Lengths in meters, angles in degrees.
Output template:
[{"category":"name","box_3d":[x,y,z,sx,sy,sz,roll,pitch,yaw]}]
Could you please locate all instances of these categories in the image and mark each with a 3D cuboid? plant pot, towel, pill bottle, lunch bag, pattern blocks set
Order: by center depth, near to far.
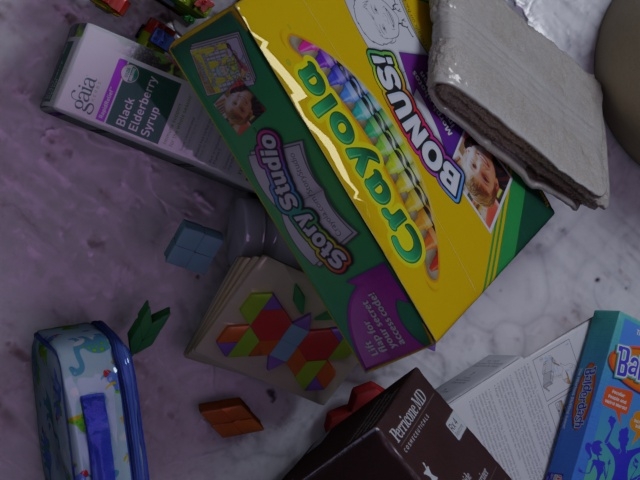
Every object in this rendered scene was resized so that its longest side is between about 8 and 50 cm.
[{"category":"lunch bag","box_3d":[-0.228,0.197,1.767,0.090,0.176,0.219,-8,97,-16]},{"category":"pattern blocks set","box_3d":[-0.032,0.096,1.829,0.325,0.026,0.285,10,120,-20]},{"category":"towel","box_3d":[0.205,-0.157,1.845,0.282,0.049,0.187,35,42,-35]},{"category":"pill bottle","box_3d":[0.000,0.000,1.853,0.184,0.103,0.103,6,94,-18]},{"category":"plant pot","box_3d":[0.461,-0.192,1.911,0.284,0.191,0.284,0,93,-10]}]

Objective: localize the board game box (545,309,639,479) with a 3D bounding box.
[{"category":"board game box","box_3d":[0.347,0.203,1.975,0.160,0.047,0.210,25,75,-29]}]

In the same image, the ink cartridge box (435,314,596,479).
[{"category":"ink cartridge box","box_3d":[0.251,0.263,1.979,0.261,0.066,0.296,-27,104,-33]}]

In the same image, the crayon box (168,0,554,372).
[{"category":"crayon box","box_3d":[0.053,-0.103,1.746,0.363,0.106,0.313,58,35,-7]}]

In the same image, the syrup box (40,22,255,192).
[{"category":"syrup box","box_3d":[-0.156,-0.132,1.796,0.237,0.096,0.093,22,87,-19]}]

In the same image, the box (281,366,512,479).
[{"category":"box","box_3d":[0.084,0.277,1.811,0.167,0.168,0.203,-38,93,25]}]

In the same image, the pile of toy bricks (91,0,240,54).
[{"category":"pile of toy bricks","box_3d":[-0.138,-0.241,1.784,0.212,0.105,0.118,30,87,-18]}]
